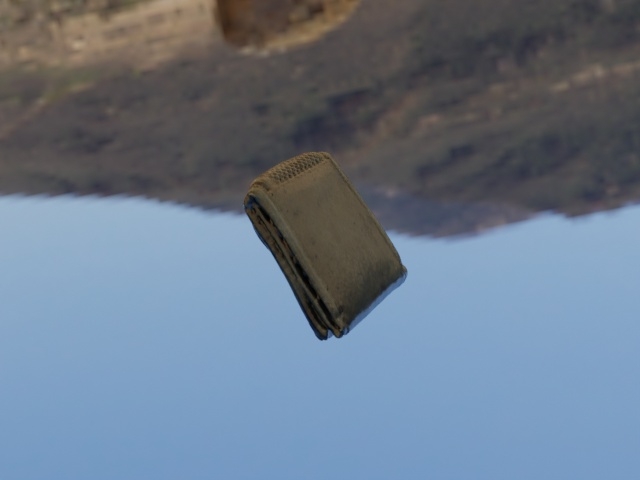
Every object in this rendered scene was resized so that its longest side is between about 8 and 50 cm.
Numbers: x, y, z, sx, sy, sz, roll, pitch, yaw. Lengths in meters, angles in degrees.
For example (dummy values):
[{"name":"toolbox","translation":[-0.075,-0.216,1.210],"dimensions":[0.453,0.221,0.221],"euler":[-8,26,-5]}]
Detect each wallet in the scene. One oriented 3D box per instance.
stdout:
[{"name":"wallet","translation":[0.000,0.000,0.965],"dimensions":[0.026,0.088,0.129],"euler":[-31,-179,20]}]
